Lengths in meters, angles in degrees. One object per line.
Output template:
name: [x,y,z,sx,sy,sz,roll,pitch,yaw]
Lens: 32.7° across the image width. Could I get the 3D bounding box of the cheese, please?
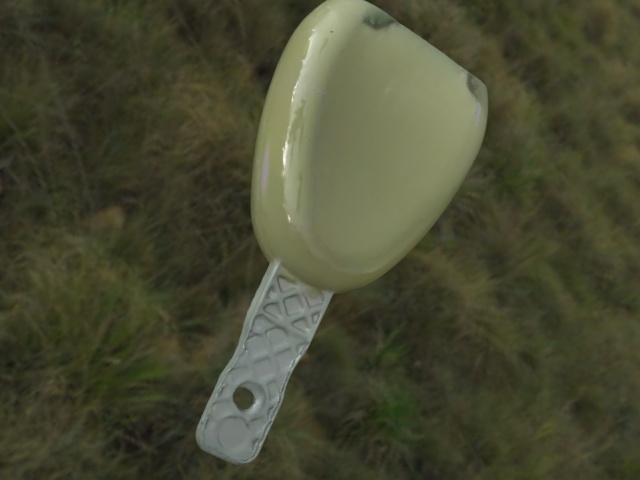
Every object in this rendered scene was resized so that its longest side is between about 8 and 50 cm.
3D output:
cheese: [0.000,0.000,0.585,0.127,0.054,0.252,29,77,-24]
